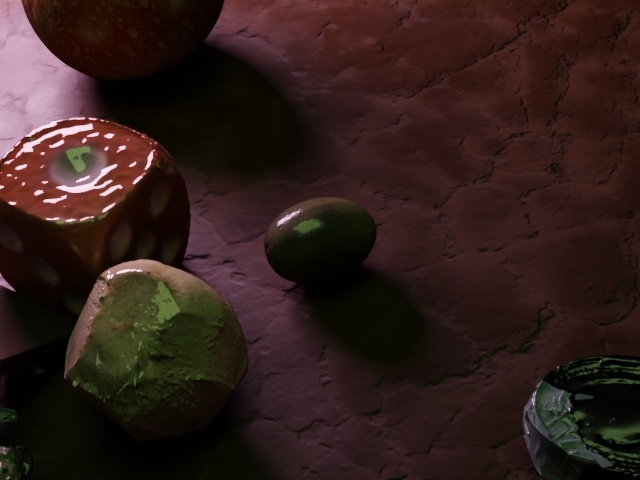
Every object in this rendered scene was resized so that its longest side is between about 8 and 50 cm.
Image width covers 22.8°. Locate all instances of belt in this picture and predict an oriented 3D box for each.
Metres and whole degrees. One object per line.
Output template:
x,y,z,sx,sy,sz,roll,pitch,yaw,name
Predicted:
0.298,0.192,1.566,0.198,0.078,0.151,9,48,11,belt

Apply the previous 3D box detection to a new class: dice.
-0.261,-0.020,1.776,0.174,0.179,0.175,19,52,23,dice

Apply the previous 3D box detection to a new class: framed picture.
-0.345,0.093,1.695,0.128,0.023,0.168,23,17,18,framed picture

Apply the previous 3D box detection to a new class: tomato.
-0.250,-0.323,2.071,0.270,0.222,0.270,-14,18,5,tomato

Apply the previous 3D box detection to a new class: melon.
0.000,0.000,1.786,0.131,0.098,0.098,-11,42,-19,melon

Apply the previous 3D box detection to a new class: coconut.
-0.166,0.114,1.625,0.194,0.194,0.194,-2,42,2,coconut

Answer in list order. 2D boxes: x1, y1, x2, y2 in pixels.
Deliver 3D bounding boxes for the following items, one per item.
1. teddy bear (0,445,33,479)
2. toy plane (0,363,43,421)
-0.377,0.243,1.533,0.213,0.111,0.133,-12,68,-10,teddy bear
-0.410,0.130,1.699,0.192,0.088,0.262,-16,33,-21,toy plane
